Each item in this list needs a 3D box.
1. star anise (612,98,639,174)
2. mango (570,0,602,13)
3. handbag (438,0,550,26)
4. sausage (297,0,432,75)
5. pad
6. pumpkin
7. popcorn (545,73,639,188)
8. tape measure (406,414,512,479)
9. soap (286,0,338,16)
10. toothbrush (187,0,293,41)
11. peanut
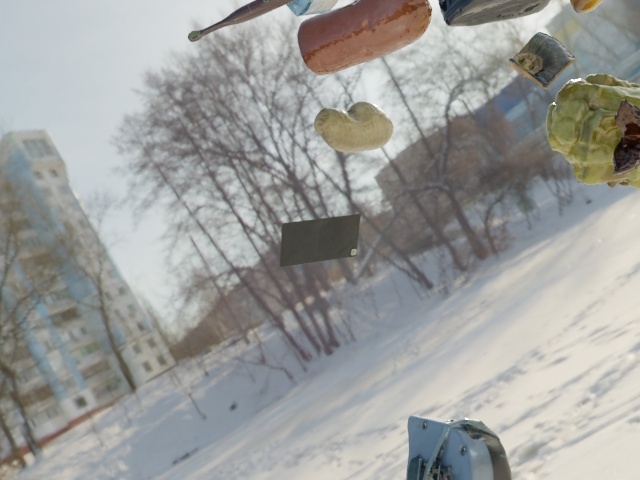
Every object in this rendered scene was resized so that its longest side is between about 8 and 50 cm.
[{"bbox_3d":[0.627,-0.186,1.468,0.144,0.140,0.158,12,10,33],"label":"star anise"},{"bbox_3d":[0.582,-0.625,1.640,0.120,0.294,0.177,1,-10,-14],"label":"mango"},{"bbox_3d":[0.379,-0.669,1.828,0.275,0.301,0.178,-11,-18,-7],"label":"handbag"},{"bbox_3d":[0.083,-0.380,1.405,0.259,0.113,0.114,-10,8,38],"label":"sausage"},{"bbox_3d":[0.000,0.000,1.780,0.193,0.004,0.116,-7,-59,-20],"label":"pad"},{"bbox_3d":[0.317,-0.253,1.126,0.101,0.073,0.035,-40,-26,-29],"label":"pumpkin"},{"bbox_3d":[0.624,-0.229,1.672,0.287,0.251,0.215,13,-6,7],"label":"popcorn"},{"bbox_3d":[0.200,0.354,1.171,0.107,0.181,0.181,12,-17,-23],"label":"tape measure"},{"bbox_3d":[-0.046,-0.700,2.161,0.077,0.156,0.293,-43,-1,29],"label":"soap"},{"bbox_3d":[-0.156,-0.561,1.896,0.364,0.040,0.041,-22,-5,6],"label":"toothbrush"},{"bbox_3d":[0.089,-0.306,2.125,0.253,0.137,0.122,-15,11,-37],"label":"peanut"}]
